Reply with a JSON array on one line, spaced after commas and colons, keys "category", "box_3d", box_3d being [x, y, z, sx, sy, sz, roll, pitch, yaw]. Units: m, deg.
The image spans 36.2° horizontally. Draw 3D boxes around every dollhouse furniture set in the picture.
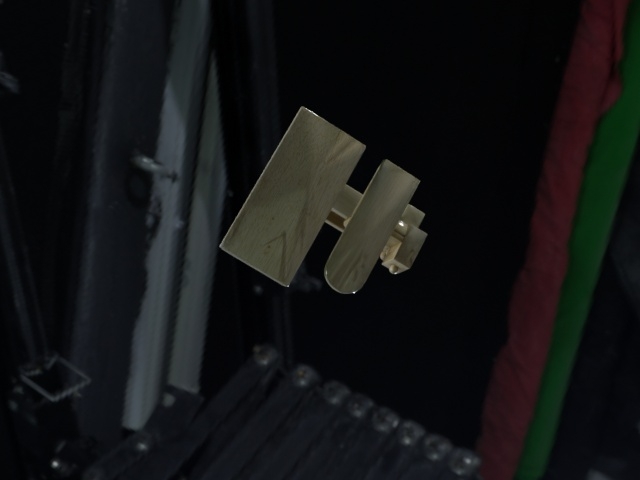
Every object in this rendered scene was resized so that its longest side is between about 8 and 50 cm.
[{"category": "dollhouse furniture set", "box_3d": [0.000, 0.000, 0.792, 0.123, 0.144, 0.151, -61, 8, -15]}]
